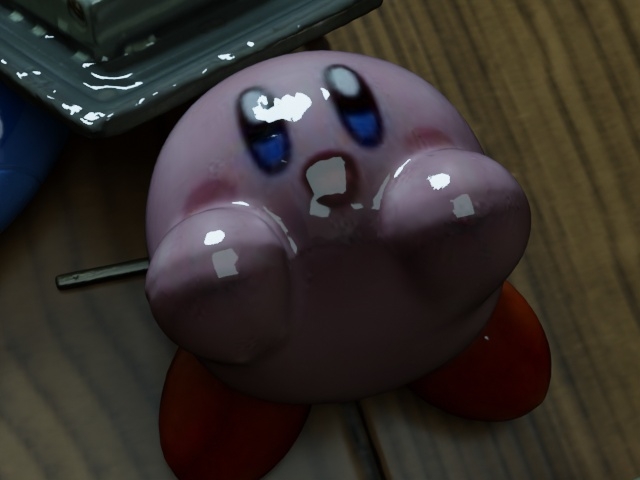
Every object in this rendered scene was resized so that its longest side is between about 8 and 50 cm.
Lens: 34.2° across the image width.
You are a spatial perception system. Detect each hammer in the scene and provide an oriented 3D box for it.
[{"bbox_3d":[-0.046,0.000,0.757,0.292,0.029,0.058,-11,71,-8],"label":"hammer"}]

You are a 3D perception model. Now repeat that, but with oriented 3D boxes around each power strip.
[{"bbox_3d":[-0.128,-0.191,0.715,0.257,0.092,0.251,32,44,31],"label":"power strip"}]

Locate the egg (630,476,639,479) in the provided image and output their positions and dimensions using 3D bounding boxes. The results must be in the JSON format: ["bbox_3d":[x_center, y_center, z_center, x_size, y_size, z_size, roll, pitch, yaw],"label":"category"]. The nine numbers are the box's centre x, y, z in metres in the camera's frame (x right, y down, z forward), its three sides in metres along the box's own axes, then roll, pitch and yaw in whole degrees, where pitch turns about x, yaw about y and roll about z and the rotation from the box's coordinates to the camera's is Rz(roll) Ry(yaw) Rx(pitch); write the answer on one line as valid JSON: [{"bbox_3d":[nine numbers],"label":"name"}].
[{"bbox_3d":[0.208,0.255,0.590,0.219,0.219,0.269,40,87,8],"label":"egg"}]

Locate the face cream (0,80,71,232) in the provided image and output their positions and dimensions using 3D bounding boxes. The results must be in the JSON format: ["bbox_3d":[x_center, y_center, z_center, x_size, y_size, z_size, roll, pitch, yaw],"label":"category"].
[{"bbox_3d":[-0.296,-0.031,0.708,0.149,0.083,0.264,40,72,14],"label":"face cream"}]

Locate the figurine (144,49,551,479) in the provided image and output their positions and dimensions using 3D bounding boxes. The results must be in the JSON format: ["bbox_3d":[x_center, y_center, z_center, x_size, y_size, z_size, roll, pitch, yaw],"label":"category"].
[{"bbox_3d":[-0.001,0.000,0.654,0.269,0.261,0.211,-15,56,-3],"label":"figurine"}]
